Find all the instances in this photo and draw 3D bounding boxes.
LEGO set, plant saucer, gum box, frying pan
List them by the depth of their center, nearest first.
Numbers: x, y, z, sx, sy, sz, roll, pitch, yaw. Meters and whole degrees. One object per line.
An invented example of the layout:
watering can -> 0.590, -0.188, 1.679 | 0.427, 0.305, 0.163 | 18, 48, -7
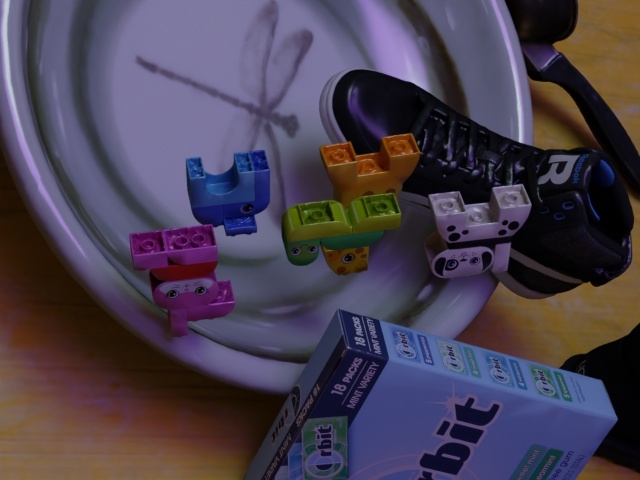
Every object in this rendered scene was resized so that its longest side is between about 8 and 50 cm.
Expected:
LEGO set -> 0.000, 0.000, 1.055 | 0.227, 0.093, 0.087 | -7, 44, -9
gum box -> 0.063, 0.132, 1.098 | 0.184, 0.157, 0.041 | 15, 33, -21
plant saucer -> -0.044, -0.092, 1.162 | 0.400, 0.100, 0.400 | 9, 73, -32
frying pan -> 0.136, -0.177, 1.339 | 0.053, 0.326, 0.197 | -34, 40, -11

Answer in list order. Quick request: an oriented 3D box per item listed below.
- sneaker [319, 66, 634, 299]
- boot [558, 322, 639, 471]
sneaker -> 0.112, -0.050, 1.120 | 0.217, 0.121, 0.079 | 37, 60, -21
boot -> 0.303, 0.101, 1.212 | 0.246, 0.207, 0.094 | 19, 58, -20
